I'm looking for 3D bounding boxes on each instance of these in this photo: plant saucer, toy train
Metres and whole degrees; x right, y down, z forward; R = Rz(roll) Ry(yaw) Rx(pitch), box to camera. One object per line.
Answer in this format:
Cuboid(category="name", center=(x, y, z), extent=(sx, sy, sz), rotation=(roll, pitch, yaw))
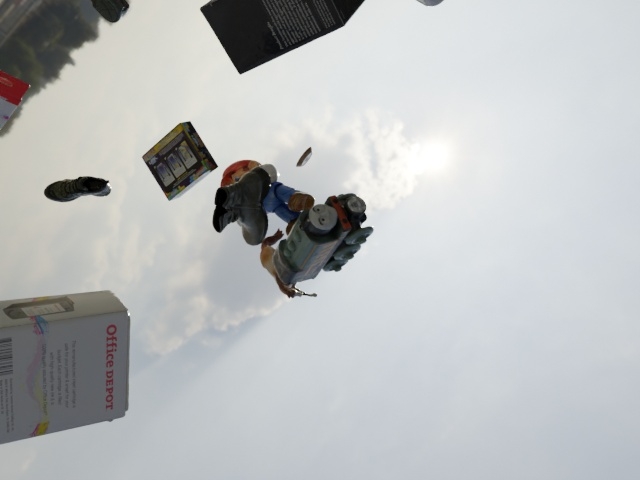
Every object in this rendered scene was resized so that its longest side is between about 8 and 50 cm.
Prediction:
Cuboid(category="plant saucer", center=(-0.050, -0.274, 2.062), extent=(0.083, 0.015, 0.083), rotation=(-52, 174, -7))
Cuboid(category="toy train", center=(0.000, 0.000, 1.575), extent=(0.142, 0.190, 0.334), rotation=(65, -28, 17))

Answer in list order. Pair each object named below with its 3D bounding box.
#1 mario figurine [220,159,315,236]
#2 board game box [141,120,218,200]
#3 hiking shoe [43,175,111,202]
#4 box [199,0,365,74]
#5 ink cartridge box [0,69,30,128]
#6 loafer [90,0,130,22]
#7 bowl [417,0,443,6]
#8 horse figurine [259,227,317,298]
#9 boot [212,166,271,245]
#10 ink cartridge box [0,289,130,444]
Cuboid(category="mario figurine", center=(-0.174, -0.117, 1.711), extent=(0.321, 0.170, 0.198), rotation=(30, -87, 37))
Cuboid(category="board game box", center=(-0.366, -0.204, 1.610), extent=(0.170, 0.141, 0.048), rotation=(-31, 180, 31))
Cuboid(category="hiking shoe", center=(-0.863, -0.195, 2.201), extent=(0.114, 0.227, 0.086), rotation=(136, -58, -68))
Cuboid(category="box", center=(-0.063, -0.558, 1.427), extent=(0.294, 0.182, 0.296), rotation=(-14, -150, 31))
Cuboid(category="ink cartridge box", center=(-0.901, -0.376, 1.659), extent=(0.231, 0.134, 0.078), rotation=(-45, -127, 16))
Cuboid(category="loafer", center=(-0.689, -0.787, 1.875), extent=(0.096, 0.267, 0.084), rotation=(-18, -150, 39))
Cuboid(category="bowl", center=(0.282, -0.739, 1.800), extent=(0.053, 0.142, 0.142), rotation=(-48, -128, 9))
Cuboid(category="horse figurine", center=(-0.105, 0.077, 1.793), extent=(0.066, 0.174, 0.263), rotation=(-48, -121, 25))
Cuboid(category="boot", center=(-0.209, -0.061, 1.548), extent=(0.083, 0.246, 0.161), rotation=(32, -134, 24))
Cuboid(category="ink cartridge box", center=(-0.509, 0.222, 1.099), extent=(0.131, 0.306, 0.226), rotation=(27, -65, 50))
